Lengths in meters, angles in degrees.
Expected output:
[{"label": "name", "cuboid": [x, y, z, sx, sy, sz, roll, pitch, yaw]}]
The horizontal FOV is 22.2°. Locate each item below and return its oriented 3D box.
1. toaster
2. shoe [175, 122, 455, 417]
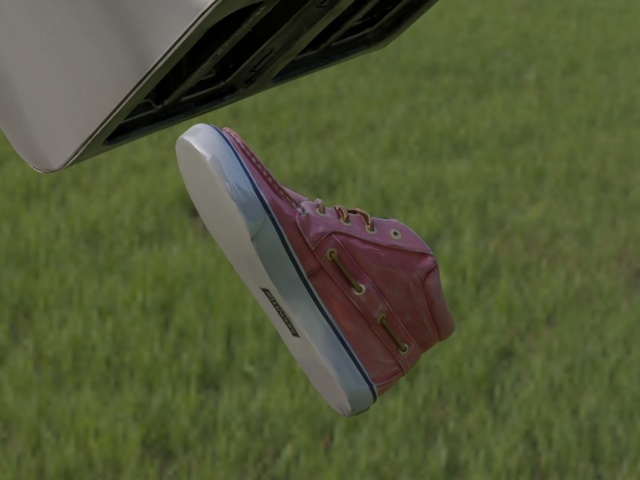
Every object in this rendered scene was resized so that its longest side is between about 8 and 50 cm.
[{"label": "toaster", "cuboid": [-0.026, -0.118, 0.552, 0.168, 0.110, 0.186, -26, -7, -39]}, {"label": "shoe", "cuboid": [0.000, 0.000, 0.847, 0.081, 0.178, 0.063, -37, 18, -17]}]
